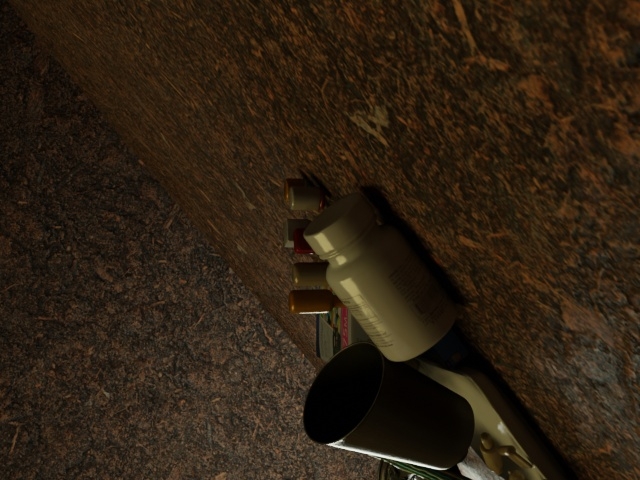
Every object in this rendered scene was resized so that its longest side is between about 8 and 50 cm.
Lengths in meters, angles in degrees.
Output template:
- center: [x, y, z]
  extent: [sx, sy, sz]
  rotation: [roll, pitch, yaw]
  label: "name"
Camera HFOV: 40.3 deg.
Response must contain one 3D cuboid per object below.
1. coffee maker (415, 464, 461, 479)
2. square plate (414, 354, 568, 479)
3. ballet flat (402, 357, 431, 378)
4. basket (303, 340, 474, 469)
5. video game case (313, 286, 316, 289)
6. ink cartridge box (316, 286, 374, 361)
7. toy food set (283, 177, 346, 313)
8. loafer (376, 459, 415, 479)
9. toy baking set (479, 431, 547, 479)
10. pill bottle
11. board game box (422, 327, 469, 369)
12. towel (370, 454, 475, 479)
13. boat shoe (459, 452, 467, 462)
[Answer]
- center: [0.337, 0.630, 2.221]
  extent: [0.120, 0.171, 0.178]
  rotation: [93, 159, -48]
  label: "coffee maker"
- center: [0.299, 0.323, 1.547]
  extent: [0.347, 0.049, 0.344]
  rotation: [52, 168, -12]
  label: "square plate"
- center: [0.151, 0.276, 1.581]
  extent: [0.106, 0.108, 0.316]
  rotation: [21, 153, 8]
  label: "ballet flat"
- center: [0.123, 0.275, 1.393]
  extent: [0.227, 0.204, 0.154]
  rotation: [24, -135, -27]
  label: "basket"
- center: [0.083, 0.270, 1.998]
  extent: [0.329, 0.036, 0.300]
  rotation: [62, -177, -49]
  label: "video game case"
- center: [0.042, 0.143, 1.661]
  extent: [0.311, 0.065, 0.186]
  rotation: [176, 95, -79]
  label: "ink cartridge box"
- center: [0.000, 0.000, 1.452]
  extent: [0.111, 0.104, 0.232]
  rotation: [123, 146, -69]
  label: "toy food set"
- center: [0.210, 0.551, 2.202]
  extent: [0.096, 0.268, 0.084]
  rotation: [6, -173, -34]
  label: "loafer"
- center: [0.349, 0.420, 1.467]
  extent: [0.197, 0.030, 0.256]
  rotation: [41, 166, 33]
  label: "toy baking set"
- center: [0.083, 0.050, 1.256]
  extent: [0.229, 0.131, 0.131]
  rotation: [52, 169, -14]
  label: "pill bottle"
- center: [0.139, 0.107, 1.443]
  extent: [0.210, 0.047, 0.160]
  rotation: [53, 169, -17]
  label: "board game box"
- center: [0.281, 0.491, 1.744]
  extent: [0.370, 0.040, 0.271]
  rotation: [17, 169, 31]
  label: "towel"
- center: [0.196, 0.333, 1.767]
  extent: [0.342, 0.123, 0.123]
  rotation: [58, 178, -11]
  label: "boat shoe"
